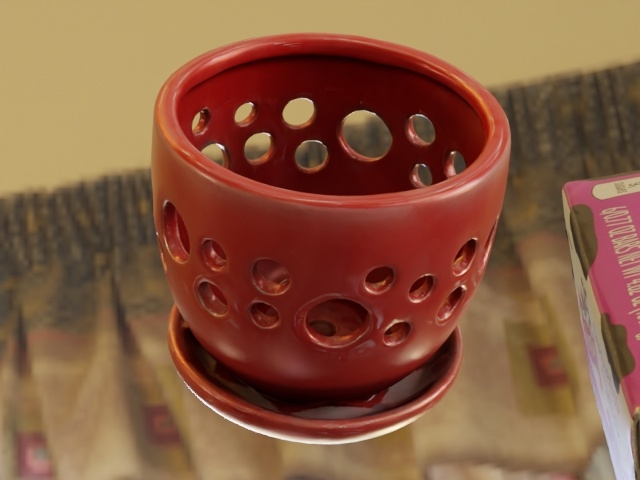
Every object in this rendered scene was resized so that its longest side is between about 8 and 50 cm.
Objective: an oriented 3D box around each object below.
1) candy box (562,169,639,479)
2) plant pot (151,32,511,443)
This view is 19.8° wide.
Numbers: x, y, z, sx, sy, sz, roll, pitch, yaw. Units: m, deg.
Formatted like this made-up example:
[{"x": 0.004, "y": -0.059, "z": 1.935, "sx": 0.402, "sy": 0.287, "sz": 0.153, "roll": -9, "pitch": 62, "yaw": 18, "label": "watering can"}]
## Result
[{"x": 0.189, "y": 0.019, "z": 0.481, "sx": 0.233, "sy": 0.159, "sz": 0.071, "roll": -10, "pitch": -69, "yaw": 5, "label": "candy box"}, {"x": 0.000, "y": 0.000, "z": 1.012, "sx": 0.191, "sy": 0.191, "sz": 0.174, "roll": 0, "pitch": -54, "yaw": -9, "label": "plant pot"}]
